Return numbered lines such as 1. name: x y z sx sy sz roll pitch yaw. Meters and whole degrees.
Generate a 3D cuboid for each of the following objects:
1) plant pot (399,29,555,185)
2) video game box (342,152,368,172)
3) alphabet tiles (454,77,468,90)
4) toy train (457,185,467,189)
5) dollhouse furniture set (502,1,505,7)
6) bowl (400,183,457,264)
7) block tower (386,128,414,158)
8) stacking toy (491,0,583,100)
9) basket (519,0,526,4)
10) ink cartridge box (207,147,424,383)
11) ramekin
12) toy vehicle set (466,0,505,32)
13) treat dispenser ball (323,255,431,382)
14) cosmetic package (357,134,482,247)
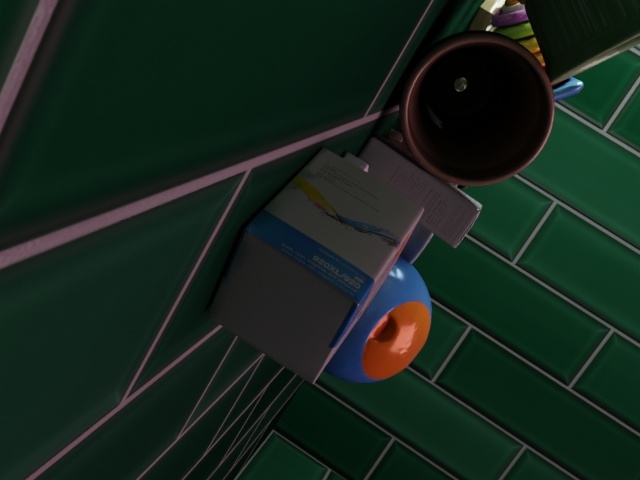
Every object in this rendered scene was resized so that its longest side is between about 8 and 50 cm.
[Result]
1. plant pot: 0.260 -0.255 1.613 0.263 0.263 0.229 -59 -168 20
2. video game box: 0.004 -0.030 1.492 0.205 0.048 0.187 -56 171 -9
3. alphabet tiles: 0.254 -0.286 1.884 0.278 0.021 0.284 -48 -171 21
4. toy train: 0.304 -0.165 2.422 0.190 0.142 0.334 -53 -169 8
5. dollhouse furniture set: 0.458 -0.465 2.012 0.262 0.135 0.259 -55 173 -14
6. bowl: 0.187 -0.097 1.985 0.298 0.134 0.298 -63 -174 13
7. block tower: 0.101 -0.052 1.723 0.336 0.090 0.097 -63 178 -13
8. stacking toy: 0.408 -0.422 1.829 0.165 0.302 0.175 -15 -164 5
9. basket: 0.419 -0.494 1.558 0.214 0.223 0.299 -58 174 10
10. ink cartridge box: -0.002 0.027 1.190 0.233 0.168 0.171 -51 170 -48
11. ramekin: 0.488 -0.393 1.498 0.303 0.148 0.303 -26 180 0
12. toy vehicle set: 0.381 -0.498 2.053 0.267 0.035 0.166 -50 170 -46
13. treat dispenser ball: 0.087 0.151 1.888 0.288 0.288 0.288 -56 173 -10
14. cosmetic package: 0.171 -0.089 1.609 0.086 0.231 0.117 -57 173 12
